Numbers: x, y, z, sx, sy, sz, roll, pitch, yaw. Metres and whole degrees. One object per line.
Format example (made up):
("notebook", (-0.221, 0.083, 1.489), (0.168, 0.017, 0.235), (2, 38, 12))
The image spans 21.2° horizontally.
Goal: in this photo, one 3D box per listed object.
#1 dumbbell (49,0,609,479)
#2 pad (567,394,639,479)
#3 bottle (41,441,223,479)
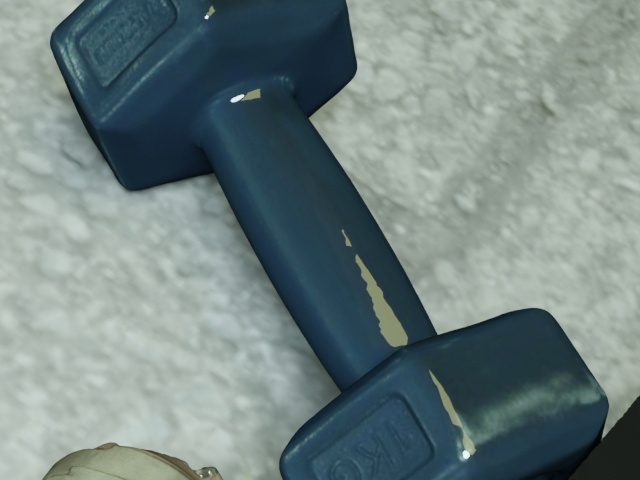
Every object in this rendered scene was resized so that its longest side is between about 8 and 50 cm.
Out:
("dumbbell", (-0.001, 0.000, 0.807), (0.156, 0.143, 0.316), (-16, 64, -33))
("pad", (0.227, 0.231, 0.755), (0.247, 0.007, 0.367), (-40, 98, -41))
("bottle", (-0.091, 0.141, 0.692), (0.099, 0.099, 0.152), (39, 45, 5))
